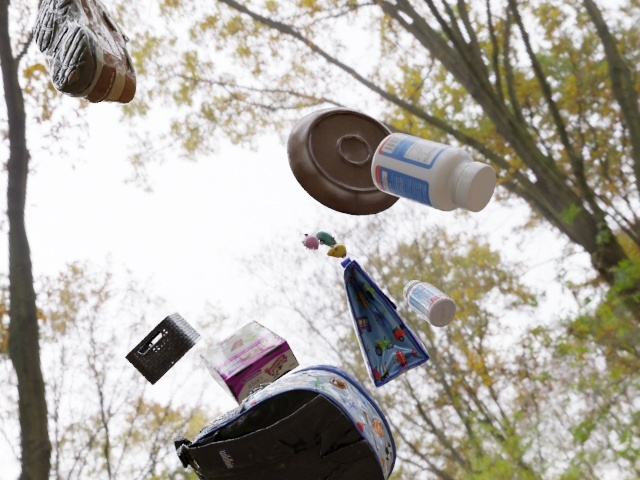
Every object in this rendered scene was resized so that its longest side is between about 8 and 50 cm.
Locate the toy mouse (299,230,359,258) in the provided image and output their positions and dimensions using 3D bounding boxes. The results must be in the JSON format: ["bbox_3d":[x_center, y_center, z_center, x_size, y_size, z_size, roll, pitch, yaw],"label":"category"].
[{"bbox_3d":[0.000,0.000,1.810,0.161,0.143,0.031,1,-65,-47],"label":"toy mouse"}]

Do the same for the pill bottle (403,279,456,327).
[{"bbox_3d":[0.295,0.168,2.025,0.087,0.160,0.087,-9,-67,-22],"label":"pill bottle"}]

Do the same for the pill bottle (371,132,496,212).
[{"bbox_3d":[0.217,-0.125,1.419,0.124,0.221,0.124,-24,-55,-39],"label":"pill bottle"}]

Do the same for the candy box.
[{"bbox_3d":[-0.163,0.265,1.642,0.159,0.233,0.071,-31,-73,-16],"label":"candy box"}]

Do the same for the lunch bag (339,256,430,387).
[{"bbox_3d":[0.119,0.174,1.695,0.138,0.293,0.221,-29,-11,2],"label":"lunch bag"}]

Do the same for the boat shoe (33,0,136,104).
[{"bbox_3d":[-0.376,-0.319,1.195,0.120,0.324,0.122,21,-57,-43],"label":"boat shoe"}]

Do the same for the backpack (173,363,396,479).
[{"bbox_3d":[-0.023,0.317,1.082,0.263,0.276,0.213,-35,3,26],"label":"backpack"}]

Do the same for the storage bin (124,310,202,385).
[{"bbox_3d":[-0.325,0.223,1.553,0.122,0.084,0.180,-44,2,-4],"label":"storage bin"}]

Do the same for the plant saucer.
[{"bbox_3d":[0.074,-0.204,1.768,0.310,0.311,0.050,-10,-25,-25],"label":"plant saucer"}]
